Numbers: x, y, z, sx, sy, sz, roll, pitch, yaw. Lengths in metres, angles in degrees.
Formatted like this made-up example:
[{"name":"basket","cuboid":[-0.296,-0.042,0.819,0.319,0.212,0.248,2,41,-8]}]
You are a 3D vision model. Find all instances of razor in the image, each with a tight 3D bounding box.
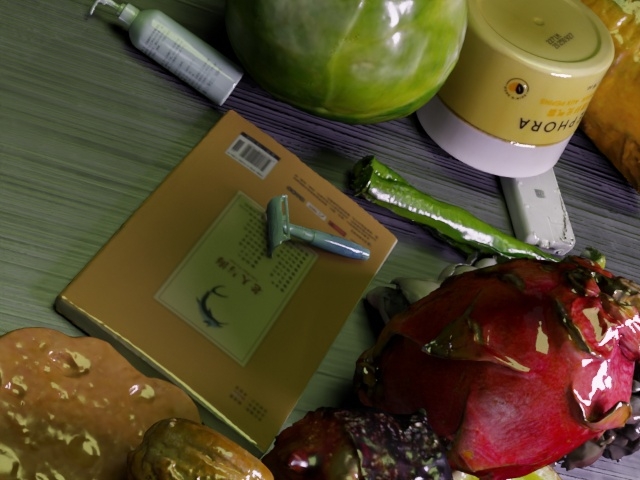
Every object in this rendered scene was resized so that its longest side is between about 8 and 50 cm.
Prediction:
[{"name":"razor","cuboid":[0.000,0.000,1.497,0.135,0.040,0.068,20,48,-31]}]

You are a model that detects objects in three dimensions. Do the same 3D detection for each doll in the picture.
[{"name":"doll","cuboid":[0.153,0.083,1.536,0.192,0.095,0.149,-5,59,-34]}]

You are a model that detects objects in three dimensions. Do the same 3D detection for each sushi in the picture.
[{"name":"sushi","cuboid":[0.046,0.330,1.215,0.182,0.196,0.343,-2,64,-27]}]

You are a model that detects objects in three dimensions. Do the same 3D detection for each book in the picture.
[{"name":"book","cuboid":[-0.087,0.032,1.453,0.269,0.032,0.389,39,44,-2]}]

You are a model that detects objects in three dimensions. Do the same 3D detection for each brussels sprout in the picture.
[{"name":"brussels sprout","cuboid":[0.038,-0.291,1.611,0.289,0.281,0.354,6,22,7]}]

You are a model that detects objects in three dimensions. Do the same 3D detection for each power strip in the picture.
[{"name":"power strip","cuboid":[0.290,-0.064,1.781,0.081,0.035,0.192,9,54,-30]}]

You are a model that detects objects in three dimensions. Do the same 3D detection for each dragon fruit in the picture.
[{"name":"dragon fruit","cuboid":[0.186,0.133,1.343,0.315,0.250,0.250,-13,58,5]}]

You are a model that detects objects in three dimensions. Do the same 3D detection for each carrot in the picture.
[{"name":"carrot","cuboid":[0.440,-0.257,1.886,0.340,0.241,0.241,46,45,5]}]

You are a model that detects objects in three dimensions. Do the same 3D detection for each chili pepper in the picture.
[{"name":"chili pepper","cuboid":[0.200,-0.011,1.652,0.359,0.076,0.085,23,23,-17]}]

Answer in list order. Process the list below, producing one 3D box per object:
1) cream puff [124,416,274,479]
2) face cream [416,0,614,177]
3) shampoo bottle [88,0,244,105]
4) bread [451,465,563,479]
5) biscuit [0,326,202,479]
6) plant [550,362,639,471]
[{"name":"cream puff","cuboid":[-0.109,0.226,1.153,0.144,0.126,0.103,31,62,-3]},{"name":"face cream","cuboid":[0.256,-0.222,1.738,0.218,0.179,0.218,12,43,-12]},{"name":"shampoo bottle","cuboid":[-0.184,-0.239,1.570,0.195,0.056,0.056,35,45,-8]},{"name":"bread","cuboid":[0.193,0.328,1.397,0.236,0.070,0.236,17,50,-22]},{"name":"biscuit","cuboid":[-0.228,0.232,1.186,0.351,0.057,0.312,34,45,-12]},{"name":"plant","cuboid":[0.339,0.164,1.541,0.234,0.204,0.178,-7,61,-45]}]
